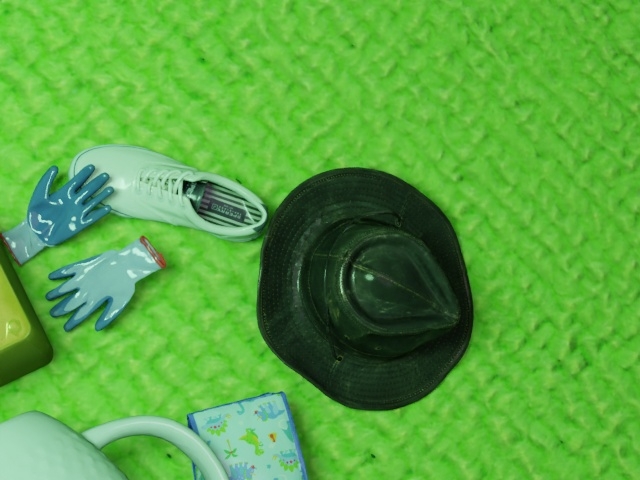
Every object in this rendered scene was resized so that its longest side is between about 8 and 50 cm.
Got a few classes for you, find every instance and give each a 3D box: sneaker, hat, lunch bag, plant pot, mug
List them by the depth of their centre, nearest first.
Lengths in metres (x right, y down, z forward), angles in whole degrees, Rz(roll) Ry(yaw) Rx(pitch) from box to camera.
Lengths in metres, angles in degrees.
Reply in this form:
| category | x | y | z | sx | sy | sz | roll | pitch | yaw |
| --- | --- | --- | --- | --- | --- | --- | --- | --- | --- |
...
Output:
| category | x | y | z | sx | sy | sz | roll | pitch | yaw |
| --- | --- | --- | --- | --- | --- | --- | --- | --- | --- |
| mug | -0.264 | 0.347 | 1.575 | 0.374 | 0.276 | 0.328 | -30 | 83 | -26 |
| plant pot | -0.430 | 0.081 | 1.602 | 0.212 | 0.187 | 0.212 | -26 | 90 | -20 |
| lunch bag | -0.091 | 0.270 | 1.729 | 0.128 | 0.096 | 0.151 | -12 | 95 | -19 |
| sneaker | -0.183 | -0.066 | 1.753 | 0.258 | 0.091 | 0.094 | 14 | 78 | -13 |
| hat | 0.088 | 0.060 | 1.774 | 0.331 | 0.134 | 0.331 | 2 | 86 | -29 |
| sneaker | 0.000 | 0.000 | 1.825 | 0.135 | 0.052 | 0.058 | -20 | 92 | -19 |

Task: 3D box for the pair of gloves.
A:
| category | x | y | z | sx | sy | sz | roll | pitch | yaw |
| --- | --- | --- | --- | --- | --- | --- | --- | --- | --- |
| pair of gloves | -0.293 | 0.007 | 1.716 | 0.159 | 0.023 | 0.198 | -35 | 89 | 4 |
